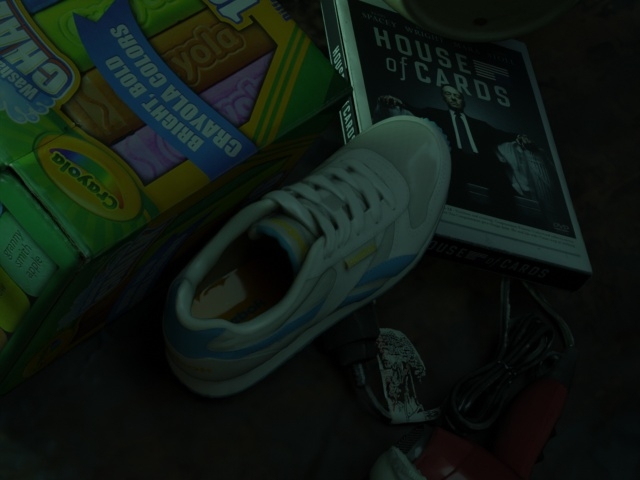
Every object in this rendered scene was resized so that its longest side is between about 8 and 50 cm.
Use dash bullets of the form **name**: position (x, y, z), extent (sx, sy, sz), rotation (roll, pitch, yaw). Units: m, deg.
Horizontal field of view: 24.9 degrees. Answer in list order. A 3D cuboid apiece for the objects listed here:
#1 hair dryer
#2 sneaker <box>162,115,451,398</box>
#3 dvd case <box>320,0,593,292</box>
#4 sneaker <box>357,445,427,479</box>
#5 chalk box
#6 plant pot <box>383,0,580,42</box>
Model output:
- **hair dryer**: position (0.127, 0.136, 0.931), extent (0.223, 0.080, 0.294), rotation (-1, 63, -33)
- **sneaker**: position (0.000, 0.000, 0.880), extent (0.087, 0.092, 0.228), rotation (40, 69, 16)
- **dvd case**: position (0.095, -0.079, 1.057), extent (0.179, 0.029, 0.239), rotation (13, 47, -25)
- **sneaker**: position (0.056, 0.269, 0.770), extent (0.146, 0.102, 0.293), rotation (-32, 62, 4)
- **chalk box**: position (-0.159, -0.045, 0.805), extent (0.179, 0.180, 0.289), rotation (49, 50, 4)
- **plant pot**: position (0.115, -0.256, 1.038), extent (0.284, 0.284, 0.191), rotation (14, 58, -24)
